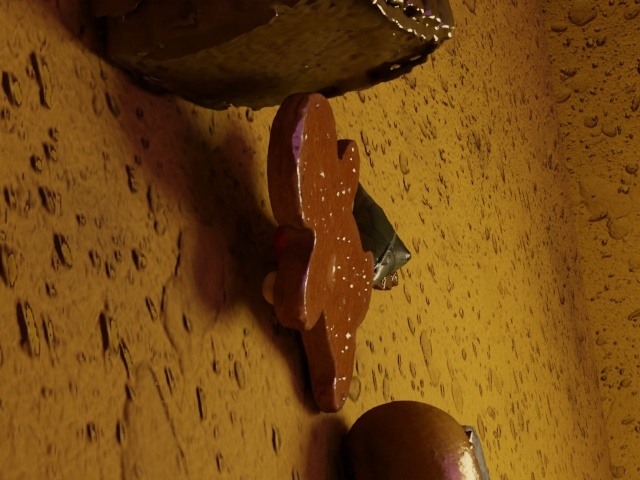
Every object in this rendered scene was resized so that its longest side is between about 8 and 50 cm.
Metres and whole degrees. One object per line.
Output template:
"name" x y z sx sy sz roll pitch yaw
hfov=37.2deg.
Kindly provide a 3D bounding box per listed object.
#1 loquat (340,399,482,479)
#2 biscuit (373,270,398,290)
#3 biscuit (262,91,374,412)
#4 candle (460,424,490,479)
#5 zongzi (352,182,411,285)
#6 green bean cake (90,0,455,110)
"loquat" 0.089 0.225 0.934 0.141 0.141 0.141 -11 90 -67
"biscuit" 0.073 0.027 1.136 0.092 0.016 0.082 -50 126 -63
"biscuit" -0.003 0.000 0.859 0.324 0.049 0.205 76 25 -51
"candle" 0.163 0.326 1.140 0.168 0.068 0.192 48 41 -52
"zongzi" 0.045 -0.008 1.057 0.104 0.052 0.113 -27 91 -60
"green bean cake" -0.034 -0.192 0.731 0.230 0.224 0.131 7 73 -62
